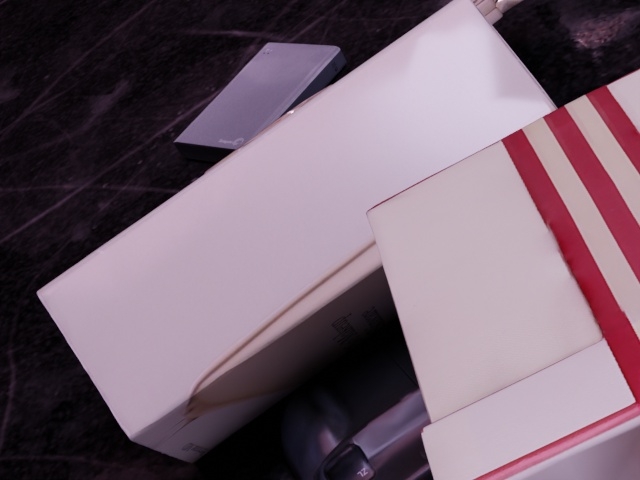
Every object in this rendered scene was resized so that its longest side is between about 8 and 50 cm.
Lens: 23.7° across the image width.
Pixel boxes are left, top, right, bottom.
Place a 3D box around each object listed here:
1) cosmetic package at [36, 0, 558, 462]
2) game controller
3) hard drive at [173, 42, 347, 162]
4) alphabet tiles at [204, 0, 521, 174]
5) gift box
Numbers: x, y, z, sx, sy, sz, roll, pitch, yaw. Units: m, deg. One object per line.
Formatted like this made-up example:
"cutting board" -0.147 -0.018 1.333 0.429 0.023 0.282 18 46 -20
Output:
"cosmetic package" 0.000 0.000 0.944 0.309 0.160 0.113 -36 74 1
"game controller" 0.120 0.058 0.914 0.319 0.067 0.166 -34 19 -5
"hard drive" -0.051 -0.116 1.296 0.094 0.022 0.135 11 52 45
"alphabet tiles" 0.035 -0.117 1.116 0.284 0.021 0.278 -26 11 46
"gift box" 0.191 0.063 0.663 0.276 0.255 0.258 -31 31 12
